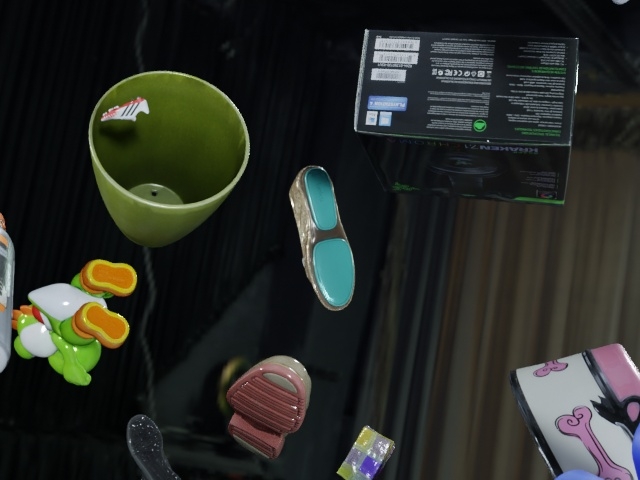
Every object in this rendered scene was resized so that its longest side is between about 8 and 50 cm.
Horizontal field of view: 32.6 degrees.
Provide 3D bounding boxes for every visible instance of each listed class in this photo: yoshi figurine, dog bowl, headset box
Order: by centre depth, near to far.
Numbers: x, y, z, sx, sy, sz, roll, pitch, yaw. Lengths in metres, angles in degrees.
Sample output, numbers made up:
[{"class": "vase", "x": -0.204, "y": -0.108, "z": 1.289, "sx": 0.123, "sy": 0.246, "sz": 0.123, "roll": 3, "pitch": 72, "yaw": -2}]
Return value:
[{"class": "headset box", "x": 0.186, "y": -0.142, "z": 1.348, "sx": 0.246, "sy": 0.131, "sz": 0.283, "roll": 5, "pitch": -11, "yaw": 11}, {"class": "dog bowl", "x": 0.410, "y": 0.310, "z": 1.399, "sx": 0.150, "sy": 0.408, "sz": 0.408, "roll": -32, "pitch": -22, "yaw": 11}, {"class": "yoshi figurine", "x": -0.459, "y": 0.169, "z": 2.116, "sx": 0.203, "sy": 0.203, "sz": 0.362, "roll": -28, "pitch": 1, "yaw": -42}]

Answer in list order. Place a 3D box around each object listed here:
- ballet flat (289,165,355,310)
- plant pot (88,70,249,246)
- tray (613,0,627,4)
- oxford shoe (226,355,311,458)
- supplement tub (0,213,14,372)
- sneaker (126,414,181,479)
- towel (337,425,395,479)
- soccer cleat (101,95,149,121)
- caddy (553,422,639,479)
[{"class": "ballet flat", "x": 0.000, "y": 0.000, "z": 1.528, "sx": 0.073, "sy": 0.206, "sz": 0.067, "roll": -3, "pitch": -12, "yaw": -27}, {"class": "plant pot", "x": -0.290, "y": -0.109, "z": 1.986, "sx": 0.274, "sy": 0.275, "sz": 0.293, "roll": 12, "pitch": -30, "yaw": -9}, {"class": "tray", "x": 0.297, "y": -0.326, "z": 0.892, "sx": 0.030, "sy": 0.145, "sz": 0.270, "roll": -22, "pitch": -12, "yaw": -42}, {"class": "oxford shoe", "x": -0.071, "y": 0.236, "z": 1.738, "sx": 0.123, "sy": 0.130, "sz": 0.348, "roll": 31, "pitch": -27, "yaw": 2}, {"class": "supplement tub", "x": -0.652, "y": 0.088, "z": 1.969, "sx": 0.193, "sy": 0.316, "sz": 0.194, "roll": -7, "pitch": -37, "yaw": -5}, {"class": "sneaker", "x": -0.243, "y": 0.343, "z": 1.600, "sx": 0.051, "sy": 0.170, "sz": 0.089, "roll": -24, "pitch": -13, "yaw": -29}, {"class": "towel", "x": 0.064, "y": 0.309, "z": 1.552, "sx": 0.060, "sy": 0.083, "sz": 0.009, "roll": 30, "pitch": -4, "yaw": 38}, {"class": "soccer cleat", "x": -0.327, "y": -0.212, "z": 1.831, "sx": 0.083, "sy": 0.036, "sz": 0.029, "roll": -24, "pitch": 11, "yaw": 3}, {"class": "caddy", "x": 0.316, "y": 0.305, "z": 0.902, "sx": 0.241, "sy": 0.341, "sz": 0.179, "roll": -29, "pitch": 31, "yaw": -21}]
